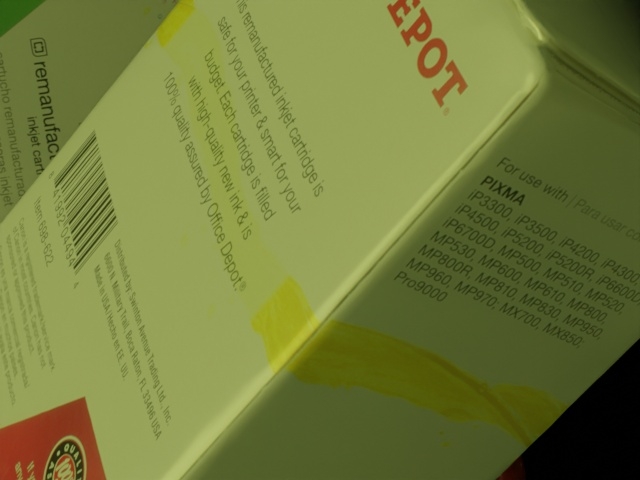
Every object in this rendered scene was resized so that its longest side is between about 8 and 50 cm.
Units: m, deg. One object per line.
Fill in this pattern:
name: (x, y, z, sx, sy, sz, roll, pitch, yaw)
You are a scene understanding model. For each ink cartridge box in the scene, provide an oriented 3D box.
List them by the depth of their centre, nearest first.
ink cartridge box: (0.000, 0.000, 0.934, 0.384, 0.160, 0.279, -48, 37, 23)
ink cartridge box: (-0.079, -0.130, 1.119, 0.117, 0.278, 0.201, -137, 38, -77)

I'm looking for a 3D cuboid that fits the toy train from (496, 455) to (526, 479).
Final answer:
toy train: (0.078, 0.177, 1.201, 0.143, 0.105, 0.248, 81, 175, -57)
